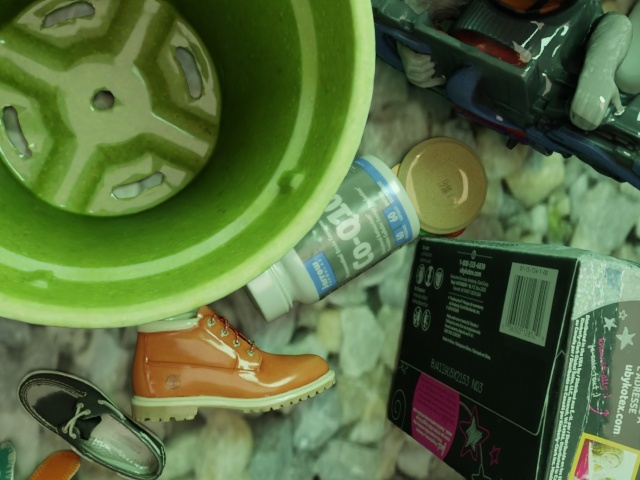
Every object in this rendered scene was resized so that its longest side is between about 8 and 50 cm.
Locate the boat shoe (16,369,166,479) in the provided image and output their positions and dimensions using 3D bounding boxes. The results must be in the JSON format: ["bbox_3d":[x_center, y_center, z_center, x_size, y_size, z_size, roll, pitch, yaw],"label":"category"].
[{"bbox_3d":[-0.170,0.140,0.621,0.125,0.038,0.046,39,83,-12],"label":"boat shoe"}]

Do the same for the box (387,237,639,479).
[{"bbox_3d":[0.165,0.088,0.593,0.142,0.247,0.163,10,90,-15],"label":"box"}]

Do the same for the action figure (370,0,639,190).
[{"bbox_3d":[0.188,-0.161,0.560,0.341,0.330,0.178,35,70,18],"label":"action figure"}]

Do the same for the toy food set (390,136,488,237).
[{"bbox_3d":[0.099,-0.043,0.688,0.083,0.020,0.082,-46,102,-8],"label":"toy food set"}]

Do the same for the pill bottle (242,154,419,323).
[{"bbox_3d":[0.000,0.000,0.637,0.137,0.078,0.078,-33,99,-10],"label":"pill bottle"}]

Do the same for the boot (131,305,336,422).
[{"bbox_3d":[-0.066,0.089,0.637,0.157,0.059,0.085,-2,88,-12],"label":"boot"}]

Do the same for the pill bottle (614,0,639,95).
[{"bbox_3d":[0.383,-0.132,0.697,0.245,0.130,0.131,23,87,-13],"label":"pill bottle"}]

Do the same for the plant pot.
[{"bbox_3d":[-0.133,-0.101,0.510,0.276,0.254,0.276,-1,93,-13],"label":"plant pot"}]

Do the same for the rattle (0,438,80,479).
[{"bbox_3d":[-0.239,0.246,0.563,0.130,0.143,0.200,37,90,6],"label":"rattle"}]
